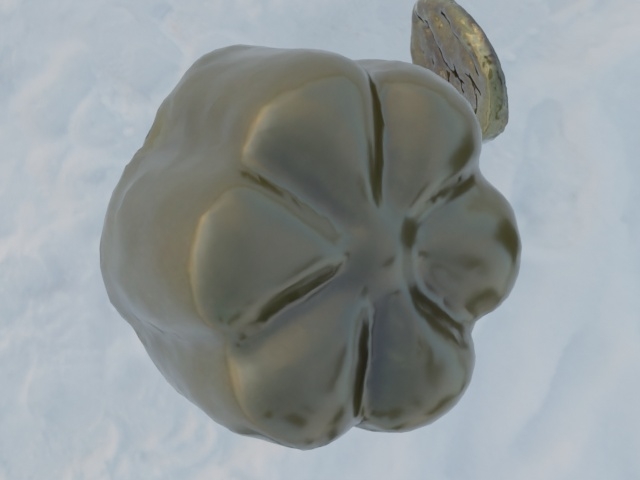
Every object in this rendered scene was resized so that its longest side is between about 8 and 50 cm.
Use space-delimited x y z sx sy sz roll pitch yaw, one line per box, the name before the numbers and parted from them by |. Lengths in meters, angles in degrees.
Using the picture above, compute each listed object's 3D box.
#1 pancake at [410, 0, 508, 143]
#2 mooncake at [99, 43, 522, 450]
pancake | 0.230 -0.287 1.757 0.049 0.294 0.294 -19 114 -19
mooncake | 0.000 0.000 1.151 0.467 0.262 0.467 -5 99 -35
